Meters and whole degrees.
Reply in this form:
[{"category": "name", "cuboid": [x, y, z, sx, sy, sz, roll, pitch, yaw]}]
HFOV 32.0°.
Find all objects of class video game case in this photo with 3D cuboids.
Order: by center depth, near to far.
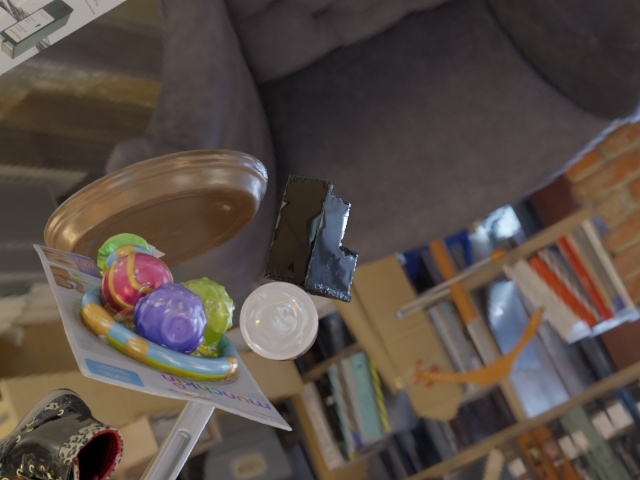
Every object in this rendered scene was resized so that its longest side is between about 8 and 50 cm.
[{"category": "video game case", "cuboid": [-0.155, 0.235, 0.857, 0.212, 0.023, 0.193, -58, -177, 41]}]

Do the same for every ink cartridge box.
[{"category": "ink cartridge box", "cuboid": [-0.444, -0.388, 1.608, 0.289, 0.211, 0.121, -31, 159, -3]}]

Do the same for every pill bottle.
[{"category": "pill bottle", "cuboid": [-0.056, 0.119, 1.599, 0.108, 0.108, 0.193, -24, 174, -2]}]

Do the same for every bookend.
[{"category": "bookend", "cuboid": [0.000, 0.000, 1.659, 0.072, 0.157, 0.156, 11, 174, 29]}]

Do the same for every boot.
[{"category": "boot", "cuboid": [-0.369, 0.309, 1.457, 0.236, 0.085, 0.178, -51, -149, -17]}]

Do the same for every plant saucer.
[{"category": "plant saucer", "cuboid": [-0.190, -0.024, 1.336, 0.277, 0.041, 0.278, -19, 162, -6]}]

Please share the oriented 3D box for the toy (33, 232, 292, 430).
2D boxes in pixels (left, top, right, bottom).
[{"category": "toy", "cuboid": [-0.107, 0.040, 0.749, 0.136, 0.237, 0.056, 19, 98, -26]}]
